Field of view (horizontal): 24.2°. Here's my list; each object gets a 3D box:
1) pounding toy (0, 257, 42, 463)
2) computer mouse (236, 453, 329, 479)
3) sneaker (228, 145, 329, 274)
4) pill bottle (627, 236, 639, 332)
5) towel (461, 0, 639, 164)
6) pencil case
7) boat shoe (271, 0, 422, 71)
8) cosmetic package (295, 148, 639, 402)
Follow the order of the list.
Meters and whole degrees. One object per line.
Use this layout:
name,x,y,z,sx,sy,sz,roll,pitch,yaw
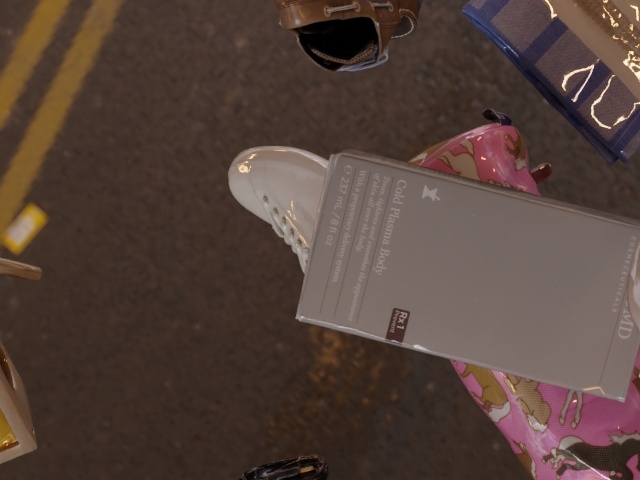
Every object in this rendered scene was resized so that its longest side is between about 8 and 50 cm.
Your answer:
pounding toy,-0.293,0.083,1.154,0.181,0.206,0.094,-22,36,-5
computer mouse,-0.110,0.220,1.260,0.242,0.041,0.071,-20,20,2
sneaker,0.000,0.000,1.409,0.290,0.106,0.123,24,65,37
pill bottle,0.221,0.044,0.523,0.117,0.208,0.117,-50,13,17
towel,0.293,-0.231,1.339,0.285,0.209,0.034,-44,0,-10
pencil case,0.195,0.087,1.226,0.167,0.160,0.386,-32,80,-3
boat shoe,0.012,-0.137,0.905,0.066,0.183,0.066,-10,82,27
cosmetic package,0.113,0.022,1.055,0.238,0.107,0.127,13,96,6
